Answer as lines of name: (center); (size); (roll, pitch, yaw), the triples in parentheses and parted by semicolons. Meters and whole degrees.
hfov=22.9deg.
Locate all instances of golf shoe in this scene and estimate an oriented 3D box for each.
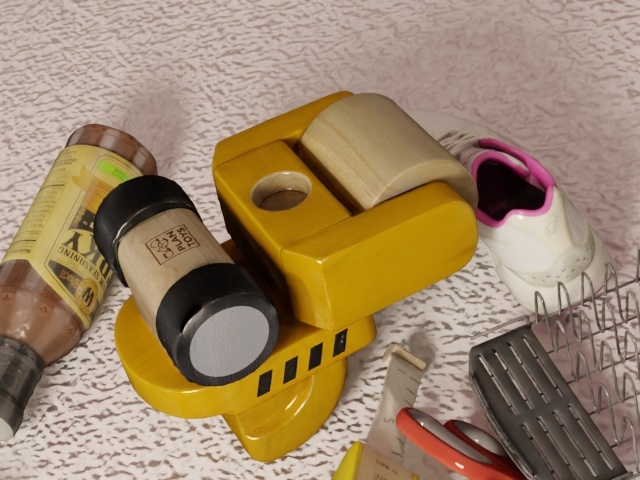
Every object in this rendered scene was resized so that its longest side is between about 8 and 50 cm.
golf shoe: (0.151, -0.060, 1.458); (0.115, 0.140, 0.306); (-39, 45, -8)

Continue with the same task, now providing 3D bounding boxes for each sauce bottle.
sauce bottle: (-0.270, 0.041, 1.594); (0.111, 0.111, 0.344); (2, 55, 27)

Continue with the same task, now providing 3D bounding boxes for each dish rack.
dish rack: (0.262, 0.092, 1.294); (0.271, 0.074, 0.208); (-22, 45, -8)

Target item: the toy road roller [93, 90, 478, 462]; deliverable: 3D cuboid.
toy road roller: (-0.024, 0.042, 1.396); (0.329, 0.241, 0.202); (-27, 43, -14)

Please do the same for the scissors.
scissors: (0.178, 0.214, 1.238); (0.297, 0.109, 0.021); (36, 102, 40)

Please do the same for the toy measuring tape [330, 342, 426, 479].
toy measuring tape: (0.025, 0.221, 1.312); (0.121, 0.121, 0.330); (-10, 32, 18)
